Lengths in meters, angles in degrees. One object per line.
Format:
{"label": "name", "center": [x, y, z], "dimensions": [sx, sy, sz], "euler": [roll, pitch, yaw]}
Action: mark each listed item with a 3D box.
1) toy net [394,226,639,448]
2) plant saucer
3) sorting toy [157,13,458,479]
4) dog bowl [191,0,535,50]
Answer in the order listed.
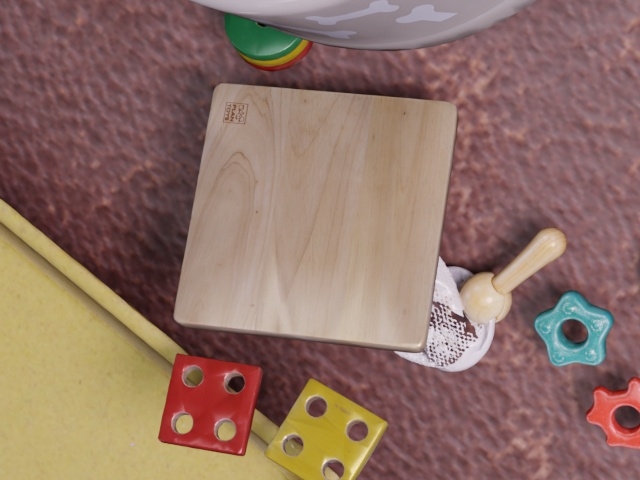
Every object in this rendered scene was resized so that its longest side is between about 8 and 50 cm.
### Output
{"label": "toy net", "center": [0.124, 0.046, 1.049], "dimensions": [0.232, 0.045, 0.122], "euler": [1, 105, 19]}
{"label": "plant saucer", "center": [-0.174, 0.156, 1.132], "dimensions": [0.332, 0.081, 0.333], "euler": [39, 112, 14]}
{"label": "sorting toy", "center": [0.000, 0.000, 1.025], "dimensions": [0.132, 0.046, 0.275], "euler": [5, 74, 13]}
{"label": "dog bowl", "center": [-0.002, -0.261, 0.924], "dimensions": [0.348, 0.102, 0.349], "euler": [5, 99, 34]}
